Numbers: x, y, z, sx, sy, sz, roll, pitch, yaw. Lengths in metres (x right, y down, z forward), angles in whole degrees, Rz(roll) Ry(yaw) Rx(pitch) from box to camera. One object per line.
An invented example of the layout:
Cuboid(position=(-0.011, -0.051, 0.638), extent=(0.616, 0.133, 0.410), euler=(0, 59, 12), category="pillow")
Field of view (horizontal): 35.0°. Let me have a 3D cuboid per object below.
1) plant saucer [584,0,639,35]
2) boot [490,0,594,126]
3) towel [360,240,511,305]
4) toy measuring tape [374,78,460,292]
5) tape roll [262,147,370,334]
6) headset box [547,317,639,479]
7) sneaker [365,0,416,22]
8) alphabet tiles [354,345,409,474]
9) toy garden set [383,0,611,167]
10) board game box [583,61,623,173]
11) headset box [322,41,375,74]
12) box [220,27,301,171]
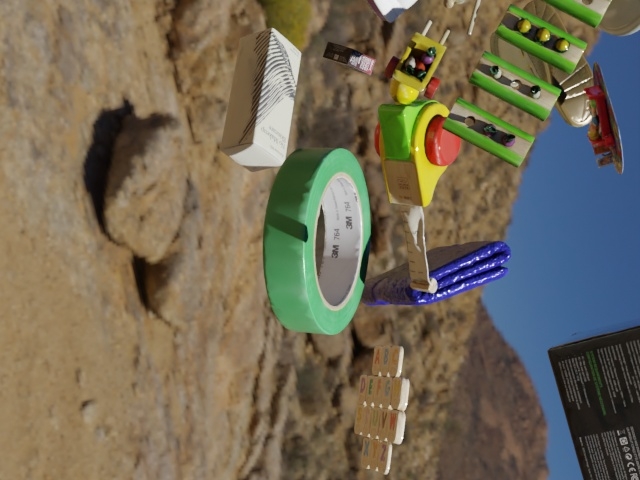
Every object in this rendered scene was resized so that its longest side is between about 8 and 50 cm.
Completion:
Cuboid(position=(0.611, -0.627, 2.087), extent=(0.400, 0.101, 0.400), euler=(-176, -90, -78), category="plant saucer")
Cuboid(position=(0.362, -0.273, 1.669), extent=(0.213, 0.077, 0.165), euler=(64, -16, 0), category="boot")
Cuboid(position=(0.215, 0.075, 1.962), extent=(0.076, 0.228, 0.308), euler=(66, -16, -4), category="towel")
Cuboid(position=(0.149, -0.088, 1.452), extent=(0.121, 0.121, 0.330), euler=(-101, 178, -63), category="toy measuring tape")
Cuboid(position=(0.000, 0.000, 1.755), extent=(0.321, 0.077, 0.321), euler=(2, 90, -68), category="tape roll")
Cuboid(position=(0.359, 0.212, 1.114), extent=(0.283, 0.131, 0.246), euler=(8, 67, -71), category="headset box")
Cuboid(position=(0.100, -0.458, 1.537), extent=(0.114, 0.152, 0.305), euler=(64, 10, 24), category="sneaker")
Cuboid(position=(0.131, 0.371, 2.252), extent=(0.284, 0.021, 0.278), euler=(159, -60, -73), category="alphabet tiles")
Cuboid(position=(0.214, -0.245, 1.245), extent=(0.244, 0.204, 0.049), euler=(-61, 176, -2), category="toy garden set")
Cuboid(position=(0.406, -0.176, 1.488), extent=(0.133, 0.033, 0.168), euler=(53, 24, -67), category="board game box")
Cuboid(position=(0.055, -0.331, 1.848), extent=(0.083, 0.062, 0.032), euler=(10, 101, -52), category="headset box")
Cuboid(position=(-0.121, -0.289, 2.086), extent=(0.113, 0.094, 0.275), euler=(32, 56, -47), category="box")
